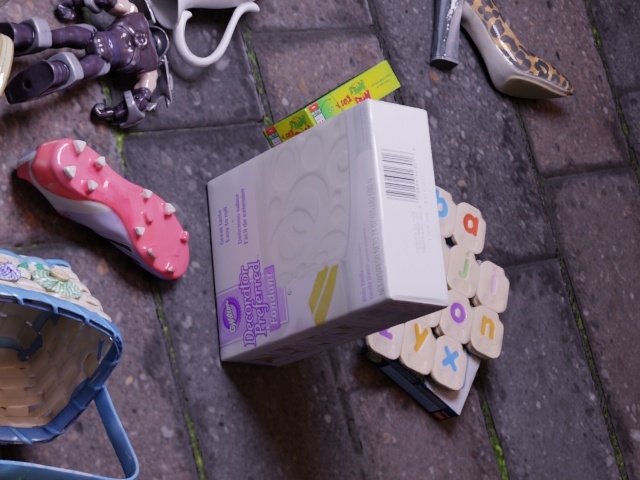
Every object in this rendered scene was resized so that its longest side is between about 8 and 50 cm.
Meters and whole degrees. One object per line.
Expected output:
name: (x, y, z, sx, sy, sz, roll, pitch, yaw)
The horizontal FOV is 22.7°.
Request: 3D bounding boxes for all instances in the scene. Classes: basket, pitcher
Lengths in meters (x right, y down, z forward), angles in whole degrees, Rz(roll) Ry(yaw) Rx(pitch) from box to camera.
basket: (-0.330, 0.135, 1.626, 0.255, 0.201, 0.289, 15, 37, -37)
pitcher: (-0.131, -0.331, 2.063, 0.207, 0.125, 0.178, -30, 101, -33)

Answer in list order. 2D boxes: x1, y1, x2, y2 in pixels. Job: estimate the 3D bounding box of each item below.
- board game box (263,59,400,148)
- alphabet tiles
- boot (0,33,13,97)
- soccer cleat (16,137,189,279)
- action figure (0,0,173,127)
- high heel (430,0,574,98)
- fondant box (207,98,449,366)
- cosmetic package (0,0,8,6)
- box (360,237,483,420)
board game box: (0.017, -0.178, 2.145, 0.181, 0.092, 0.043, -35, 97, -42)
alphabet tiles: (0.142, 0.053, 2.154, 0.284, 0.021, 0.278, 27, 59, -29)
boot: (-0.466, -0.158, 1.710, 0.203, 0.095, 0.262, 35, 73, -23)
soccer cleat: (-0.251, -0.035, 1.884, 0.248, 0.095, 0.083, 43, 54, -39)
action figure: (-0.276, -0.228, 1.916, 0.285, 0.099, 0.185, -15, 78, -55)
high heel: (0.286, -0.323, 2.422, 0.261, 0.093, 0.186, 15, 71, -26)
fondant box: (0.000, 0.000, 1.903, 0.096, 0.330, 0.238, 7, 70, -37)
cosmetic package: (-0.451, -0.301, 1.731, 0.151, 0.183, 0.151, -6, 79, -41)
box: (0.161, 0.107, 2.194, 0.159, 0.044, 0.233, 42, 52, -20)
